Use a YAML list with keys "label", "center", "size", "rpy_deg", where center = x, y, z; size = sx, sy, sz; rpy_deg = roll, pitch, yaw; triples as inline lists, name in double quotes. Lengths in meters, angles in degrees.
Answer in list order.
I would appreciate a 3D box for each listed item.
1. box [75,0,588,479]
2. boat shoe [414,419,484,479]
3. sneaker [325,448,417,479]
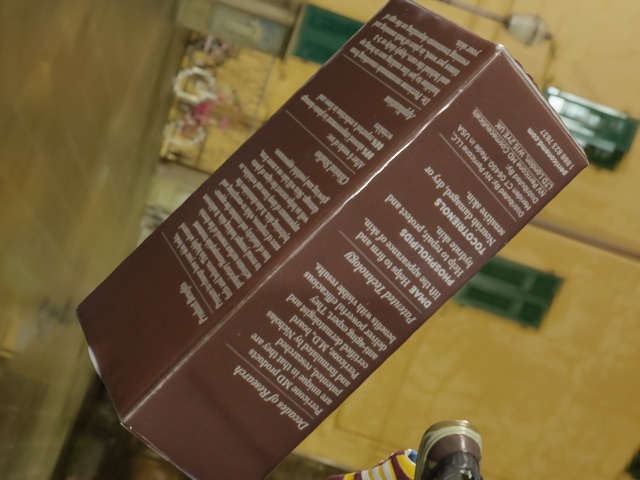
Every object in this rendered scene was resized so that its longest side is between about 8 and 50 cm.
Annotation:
- label: "box"
  center: [0.000, 0.000, 0.988]
  size: [0.381, 0.143, 0.191]
  rpy_deg: [-43, -149, 1]
- label: "boat shoe"
  center: [0.121, 0.283, 1.252]
  size: [0.073, 0.080, 0.223]
  rpy_deg: [-86, 180, -60]
- label: "sneaker"
  center: [0.086, 0.290, 1.520]
  size: [0.185, 0.069, 0.084]
  rpy_deg: [3, -113, 41]
